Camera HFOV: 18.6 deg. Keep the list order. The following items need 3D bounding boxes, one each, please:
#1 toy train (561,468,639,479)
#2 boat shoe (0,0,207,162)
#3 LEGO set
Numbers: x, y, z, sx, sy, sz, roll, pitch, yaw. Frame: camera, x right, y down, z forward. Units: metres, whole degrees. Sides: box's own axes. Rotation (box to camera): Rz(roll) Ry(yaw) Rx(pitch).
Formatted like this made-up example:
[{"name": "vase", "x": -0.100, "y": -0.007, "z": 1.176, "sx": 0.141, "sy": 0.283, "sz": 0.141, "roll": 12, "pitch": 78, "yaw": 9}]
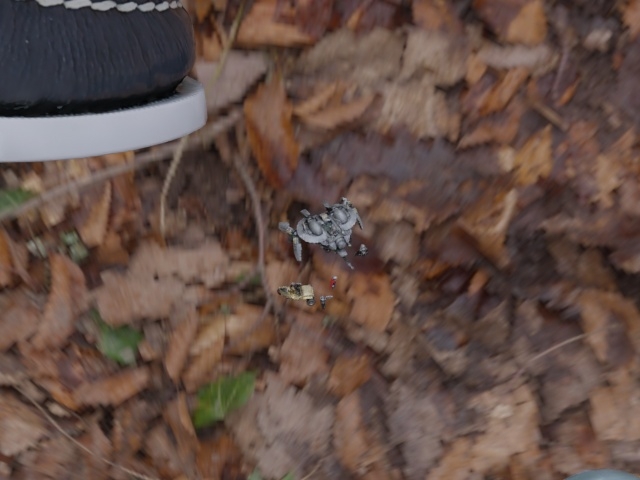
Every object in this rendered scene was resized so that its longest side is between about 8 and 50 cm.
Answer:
[{"name": "toy train", "x": 0.075, "y": 0.230, "z": 0.701, "sx": 0.334, "sy": 0.142, "sz": 0.190, "roll": -40, "pitch": 124, "yaw": -4}, {"name": "boat shoe", "x": -0.152, "y": -0.070, "z": 0.421, "sx": 0.302, "sy": 0.114, "sz": 0.091, "roll": 0, "pitch": 100, "yaw": -40}, {"name": "LEGO set", "x": 0.002, "y": 0.001, "z": 1.143, "sx": 0.054, "sy": 0.023, "sz": 0.083, "roll": 2, "pitch": 50, "yaw": -3}]
